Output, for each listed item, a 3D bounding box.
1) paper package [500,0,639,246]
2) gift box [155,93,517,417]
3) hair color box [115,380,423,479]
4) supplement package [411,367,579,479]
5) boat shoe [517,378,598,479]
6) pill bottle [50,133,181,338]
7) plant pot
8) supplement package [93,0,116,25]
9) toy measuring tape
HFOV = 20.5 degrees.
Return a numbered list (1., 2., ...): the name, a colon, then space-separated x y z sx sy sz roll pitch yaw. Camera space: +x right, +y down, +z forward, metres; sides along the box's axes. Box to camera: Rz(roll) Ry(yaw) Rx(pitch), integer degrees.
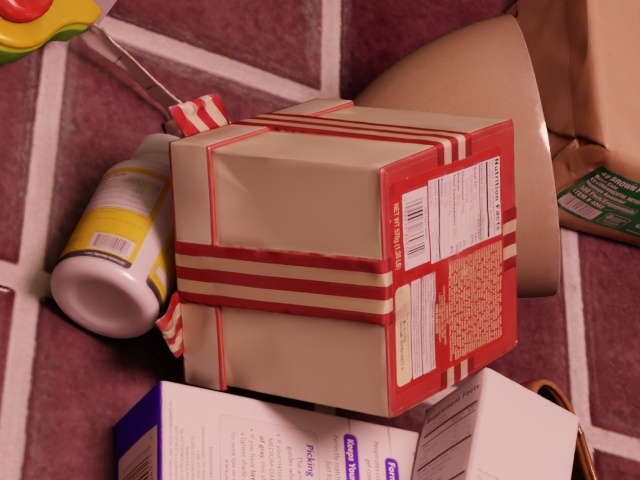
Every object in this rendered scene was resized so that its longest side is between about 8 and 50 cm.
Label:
1. paper package: 0.390 -0.149 2.025 0.325 0.168 0.309 16 55 -26
2. gift box: 0.000 0.000 1.557 0.276 0.258 0.255 -14 107 -52
3. hair color box: -0.010 0.253 1.558 0.339 0.110 0.185 14 55 -25
4. supplement package: 0.145 0.222 1.540 0.105 0.105 0.179 29 50 -16
5. boat shoe: 0.227 0.284 1.687 0.122 0.120 0.324 -5 66 -35
6. pill bottle: -0.167 -0.008 1.612 0.103 0.103 0.184 33 50 -13
7. plant pot: 0.116 -0.071 1.759 0.191 0.284 0.284 -9 64 0
8. supplement package: -0.228 -0.356 1.758 0.139 0.134 0.244 25 52 -19
9. toy measuring tape: -0.258 -0.182 1.663 0.330 0.121 0.121 44 47 -21
